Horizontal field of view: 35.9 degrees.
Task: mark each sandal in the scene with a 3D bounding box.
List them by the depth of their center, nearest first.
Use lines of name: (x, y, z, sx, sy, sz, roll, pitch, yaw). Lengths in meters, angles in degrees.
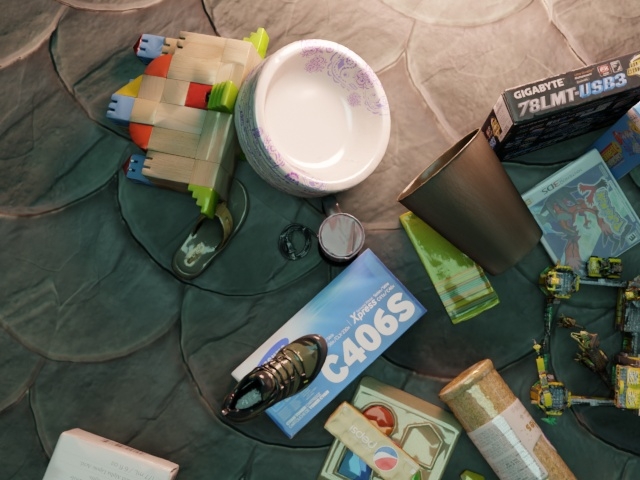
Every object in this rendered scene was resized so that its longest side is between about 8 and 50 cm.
sandal: (-0.210, -0.025, 1.880, 0.090, 0.060, 0.219, 35, 76, 4)

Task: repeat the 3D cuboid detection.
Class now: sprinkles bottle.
sprinkles bottle: (0.365, 0.390, 1.801, 0.121, 0.121, 0.355, -36, 84, -6)

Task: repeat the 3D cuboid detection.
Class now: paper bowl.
paper bowl: (-0.024, -0.220, 1.843, 0.284, 0.148, 0.284, 4, 82, -29)

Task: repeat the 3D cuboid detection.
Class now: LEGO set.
LEGO set: (0.510, 0.186, 1.785, 0.255, 0.192, 0.331, 12, 88, -1)

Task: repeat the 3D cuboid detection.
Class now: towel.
towel: (0.249, 0.037, 1.903, 0.102, 0.021, 0.237, -26, 83, -6)

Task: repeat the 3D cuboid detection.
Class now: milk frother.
milk frother: (0.000, 0.000, 1.846, 0.143, 0.135, 0.129, -34, 83, -6)

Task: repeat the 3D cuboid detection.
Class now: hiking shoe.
hiking shoe: (-0.077, 0.248, 1.740, 0.227, 0.114, 0.086, -40, 84, -6)

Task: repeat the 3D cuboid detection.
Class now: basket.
basket: (0.293, -0.059, 1.837, 0.204, 0.154, 0.227, -42, 96, 11)

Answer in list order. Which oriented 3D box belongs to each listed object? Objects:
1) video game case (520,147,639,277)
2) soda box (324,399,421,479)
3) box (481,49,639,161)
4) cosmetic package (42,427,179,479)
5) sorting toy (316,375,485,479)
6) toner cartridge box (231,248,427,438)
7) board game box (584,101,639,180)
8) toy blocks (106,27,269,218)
video game case: (0.500, -0.044, 1.890, 0.183, 0.023, 0.201, -33, 96, 0)
soda box: (0.093, 0.371, 1.792, 0.181, 0.058, 0.061, 40, 87, 3)
box: (0.451, -0.241, 1.812, 0.296, 0.293, 0.073, -18, 82, -3)
cosmetic package: (-0.419, 0.549, 1.743, 0.217, 0.156, 0.384, 19, 81, 0)
sorting toy: (0.174, 0.414, 1.834, 0.307, 0.041, 0.229, 24, 82, 3)
toner cartridge box: (0.017, 0.192, 1.847, 0.348, 0.075, 0.165, -43, 83, -7)
board game box: (0.666, -0.252, 1.811, 0.302, 0.308, 0.086, -36, 83, -7)
toy blocks: (-0.275, -0.244, 1.873, 0.261, 0.191, 0.381, 11, 80, 13)
